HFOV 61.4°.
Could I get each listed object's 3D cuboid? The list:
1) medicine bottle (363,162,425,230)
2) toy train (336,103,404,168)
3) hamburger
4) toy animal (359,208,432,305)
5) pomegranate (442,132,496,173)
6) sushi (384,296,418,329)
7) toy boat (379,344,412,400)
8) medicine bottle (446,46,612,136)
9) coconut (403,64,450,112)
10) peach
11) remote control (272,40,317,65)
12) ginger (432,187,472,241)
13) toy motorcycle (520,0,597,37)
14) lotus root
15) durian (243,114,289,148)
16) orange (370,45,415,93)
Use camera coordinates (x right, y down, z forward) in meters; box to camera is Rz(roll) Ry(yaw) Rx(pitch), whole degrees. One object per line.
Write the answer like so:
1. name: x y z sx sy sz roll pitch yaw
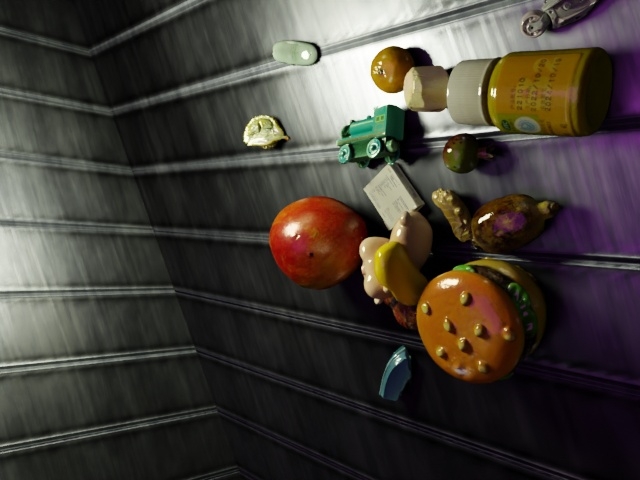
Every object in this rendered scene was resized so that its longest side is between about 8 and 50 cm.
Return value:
1. medicine bottle: 0.265 -0.161 1.984 0.201 0.052 0.171 58 136 14
2. toy train: 0.176 -0.370 1.952 0.298 0.120 0.194 0 84 53
3. hamburger: 0.496 0.264 1.737 0.396 0.277 0.396 17 114 42
4. toy animal: 0.231 0.055 1.878 0.247 0.277 0.345 3 85 44
5. pomegranate: 0.461 -0.280 1.690 0.159 0.129 0.129 -23 87 40
6. sushi: 0.315 0.211 2.023 0.332 0.130 0.124 56 140 23
7. toy boat: 0.306 0.527 2.170 0.098 0.109 0.238 -94 19 -65
8. medicine bottle: 0.558 -0.403 1.471 0.384 0.224 0.224 15 114 41
9. coconut: 0.351 -0.483 1.718 0.147 0.152 0.147 178 90 -80
10. peach: 0.000 0.000 2.107 0.388 0.388 0.388 18 116 41
11. remote control: -0.108 -0.750 2.161 0.256 0.045 0.097 20 118 43
12. ginger: 0.449 -0.101 1.794 0.205 0.081 0.115 54 146 17
13. toy motorcycle: 0.646 -0.620 1.411 0.254 0.112 0.112 -37 77 45
14. lotus root: 0.572 -0.052 1.643 0.314 0.141 0.169 -31 85 46
15. durian: -0.227 -0.471 2.357 0.208 0.102 0.146 13 97 16
16. orange: 0.239 -0.572 1.811 0.156 0.124 0.156 17 113 44
